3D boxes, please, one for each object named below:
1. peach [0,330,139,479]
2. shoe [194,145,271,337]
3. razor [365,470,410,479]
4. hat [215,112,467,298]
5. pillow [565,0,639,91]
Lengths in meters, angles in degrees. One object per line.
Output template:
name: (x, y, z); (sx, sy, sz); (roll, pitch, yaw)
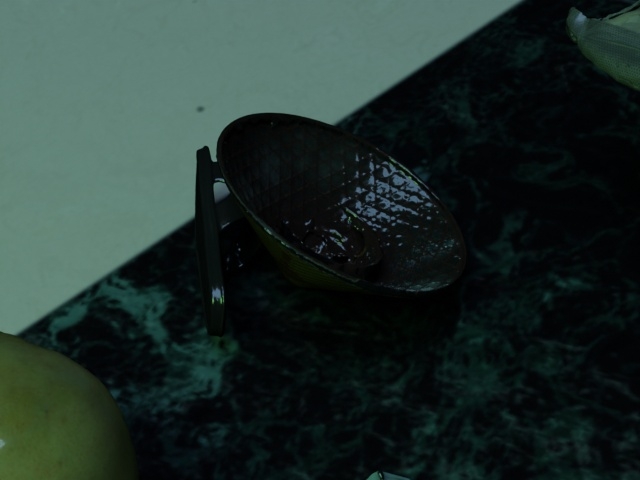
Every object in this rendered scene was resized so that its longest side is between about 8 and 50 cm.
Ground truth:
peach: (-0.224, 0.160, 1.077); (0.232, 0.232, 0.232); (-6, 48, 7)
shoe: (-0.061, 0.002, 1.287); (0.053, 0.062, 0.159); (-1, 47, -5)
razor: (0.050, 0.251, 1.048); (0.111, 0.056, 0.278); (17, 36, -22)
hat: (0.000, 0.000, 1.265); (0.193, 0.082, 0.193); (22, 32, -14)
pillow: (0.294, -0.158, 1.220); (0.255, 0.059, 0.169); (-35, 36, -29)
